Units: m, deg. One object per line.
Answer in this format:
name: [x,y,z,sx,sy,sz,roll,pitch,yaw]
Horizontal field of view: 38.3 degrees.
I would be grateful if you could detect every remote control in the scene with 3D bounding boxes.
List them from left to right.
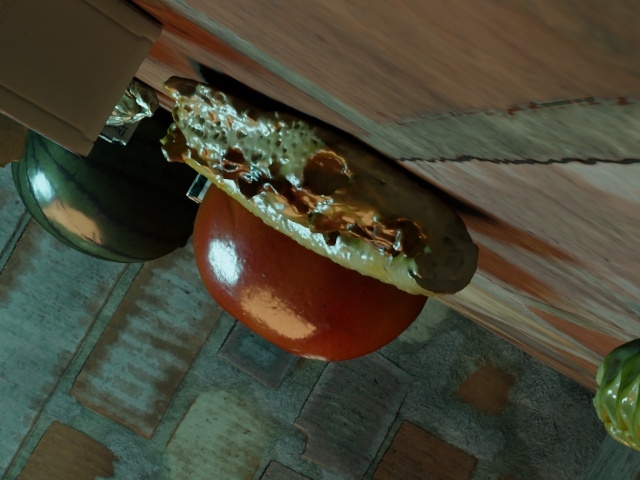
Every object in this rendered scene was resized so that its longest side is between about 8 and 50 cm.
remote control: [-0.232,-0.158,0.537,0.277,0.103,0.055,31,180,-39]

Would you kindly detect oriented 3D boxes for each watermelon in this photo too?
watermelon: [-0.338,-0.101,1.547,0.359,0.279,0.279,29,180,-39]

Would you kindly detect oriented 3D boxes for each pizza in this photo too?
pizza: [-0.027,-0.050,0.717,0.365,0.074,0.182,31,174,37]

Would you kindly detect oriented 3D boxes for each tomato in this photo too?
tomato: [-0.014,0.019,0.930,0.260,0.180,0.260,31,176,2]

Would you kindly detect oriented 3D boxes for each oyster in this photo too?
oyster: [-0.292,-0.208,1.192,0.177,0.064,0.125,41,163,-8]

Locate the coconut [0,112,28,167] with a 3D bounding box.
coconut: [-0.357,-0.152,0.778,0.245,0.245,0.247,31,-174,-46]

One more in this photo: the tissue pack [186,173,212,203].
tissue pack: [-0.103,-0.064,1.372,0.170,0.103,0.090,31,-174,-6]

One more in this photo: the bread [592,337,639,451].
bread: [0.224,0.098,0.518,0.098,0.087,0.269,31,180,8]

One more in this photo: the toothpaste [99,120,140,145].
toothpaste: [-0.385,-0.242,1.267,0.313,0.089,0.071,31,171,-26]
